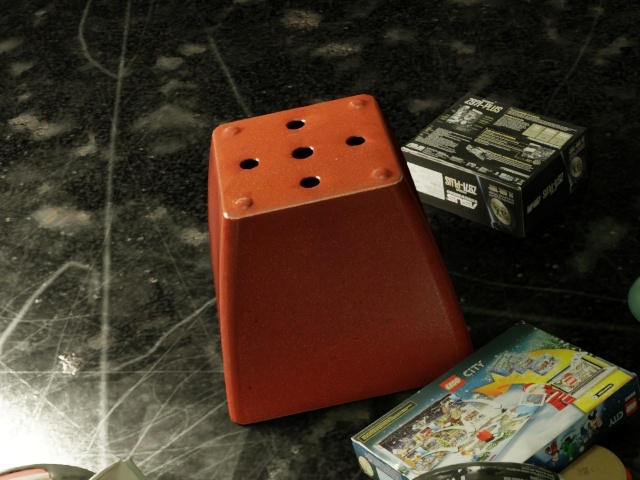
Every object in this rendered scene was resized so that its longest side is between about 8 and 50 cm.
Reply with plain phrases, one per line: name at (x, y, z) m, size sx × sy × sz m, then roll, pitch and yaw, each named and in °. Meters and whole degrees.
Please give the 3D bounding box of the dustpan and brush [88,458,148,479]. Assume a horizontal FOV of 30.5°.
dustpan and brush at (-0.213, 0.313, 1.031) m, size 0.211 × 0.147 × 0.060 m, roll -39°, pitch 0°, yaw -1°

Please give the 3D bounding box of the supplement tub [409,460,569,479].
supplement tub at (0.130, 0.332, 0.838) m, size 0.194 × 0.193 × 0.316 m, roll -6°, pitch 38°, yaw 7°

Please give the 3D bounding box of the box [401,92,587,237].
box at (0.216, -0.097, 1.458) m, size 0.180 × 0.077 × 0.147 m, roll 22°, pitch 49°, yaw 35°

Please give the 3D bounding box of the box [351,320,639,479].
box at (0.169, 0.176, 1.129) m, size 0.233 × 0.044 × 0.159 m, roll -31°, pitch 31°, yaw -23°

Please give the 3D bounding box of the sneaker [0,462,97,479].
sneaker at (-0.326, 0.317, 1.068) m, size 0.314 × 0.116 × 0.136 m, roll -23°, pitch 53°, yaw -9°

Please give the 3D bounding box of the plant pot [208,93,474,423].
plant pot at (0.000, 0.000, 1.261) m, size 0.267 × 0.235 × 0.267 m, roll -12°, pitch 38°, yaw -1°

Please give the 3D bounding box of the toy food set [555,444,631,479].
toy food set at (0.245, 0.221, 1.091) m, size 0.083 × 0.020 × 0.083 m, roll -20°, pitch 38°, yaw -12°

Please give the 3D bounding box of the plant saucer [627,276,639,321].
plant saucer at (0.393, 0.057, 1.263) m, size 0.119 × 0.021 × 0.119 m, roll -7°, pitch 38°, yaw 6°
